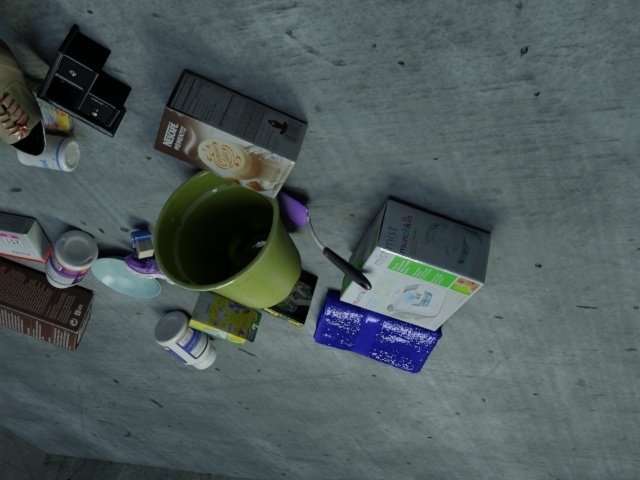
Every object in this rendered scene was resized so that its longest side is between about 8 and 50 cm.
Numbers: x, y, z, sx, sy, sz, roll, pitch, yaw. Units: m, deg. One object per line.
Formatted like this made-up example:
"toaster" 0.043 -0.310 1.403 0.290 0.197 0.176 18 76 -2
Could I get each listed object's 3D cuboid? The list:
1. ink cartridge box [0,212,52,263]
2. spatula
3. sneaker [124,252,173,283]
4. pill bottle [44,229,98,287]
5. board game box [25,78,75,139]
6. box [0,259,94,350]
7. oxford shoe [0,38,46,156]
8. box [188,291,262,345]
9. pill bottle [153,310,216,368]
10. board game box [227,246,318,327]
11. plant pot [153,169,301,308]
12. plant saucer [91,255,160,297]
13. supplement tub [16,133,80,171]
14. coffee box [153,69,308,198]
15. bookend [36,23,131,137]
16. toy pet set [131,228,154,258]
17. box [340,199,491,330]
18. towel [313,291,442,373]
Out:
"ink cartridge box" -0.860 0.007 2.068 0.275 0.060 0.239 10 146 10
"spatula" 0.000 0.000 1.582 0.296 0.030 0.084 47 155 20
"sneaker" -0.413 0.057 1.956 0.170 0.068 0.071 13 134 -10
"pill bottle" -0.657 0.057 2.005 0.108 0.108 0.193 28 147 -18
"board game box" -0.555 -0.255 1.557 0.103 0.026 0.154 18 148 -3
"box" -0.875 0.179 2.262 0.381 0.143 0.191 21 150 -11
"oxford shoe" -0.550 -0.247 1.340 0.130 0.123 0.348 51 172 6
"box" -0.253 0.210 2.060 0.179 0.105 0.043 21 141 -7
"pill bottle" -0.390 0.298 2.252 0.112 0.112 0.186 -5 142 31
"board game box" -0.137 0.092 1.801 0.260 0.136 0.030 27 150 -16
"plant pot" -0.166 0.020 1.618 0.276 0.276 0.254 1 156 23
"plant saucer" -0.515 0.088 2.056 0.195 0.037 0.195 11 148 7
"supplement tub" -0.557 -0.182 1.576 0.107 0.071 0.071 8 147 12
"coffee box" -0.166 -0.191 1.413 0.246 0.098 0.141 22 147 -9
"bookend" -0.415 -0.286 1.404 0.157 0.072 0.156 29 145 -21
"toy pet set" -0.400 0.002 1.873 0.114 0.065 0.122 -11 160 -24
"box" 0.193 0.056 1.610 0.231 0.126 0.262 19 149 -7
"towel" 0.139 0.244 1.964 0.308 0.076 0.227 15 149 2
